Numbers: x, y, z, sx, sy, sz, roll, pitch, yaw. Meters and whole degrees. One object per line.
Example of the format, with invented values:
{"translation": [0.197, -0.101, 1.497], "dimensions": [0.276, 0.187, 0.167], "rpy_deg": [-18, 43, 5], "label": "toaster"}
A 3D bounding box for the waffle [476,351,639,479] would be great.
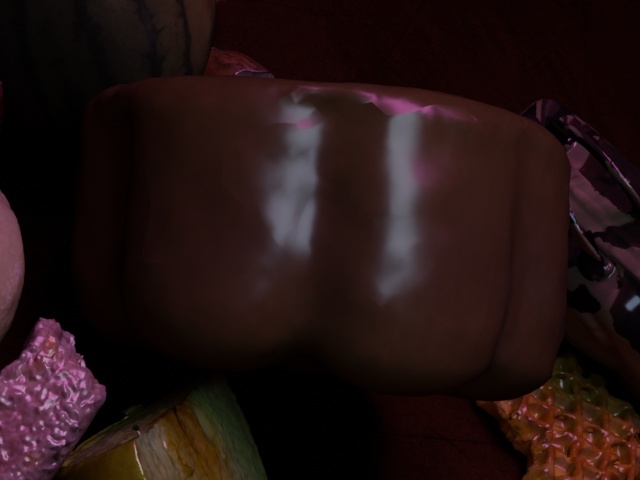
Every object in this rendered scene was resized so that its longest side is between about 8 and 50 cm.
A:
{"translation": [0.265, 0.205, 1.923], "dimensions": [0.253, 0.056, 0.249], "rpy_deg": [46, 32, 16], "label": "waffle"}

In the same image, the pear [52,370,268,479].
{"translation": [-0.115, 0.256, 1.456], "dimensions": [0.239, 0.139, 0.288], "rpy_deg": [58, 13, -1], "label": "pear"}

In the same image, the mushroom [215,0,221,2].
{"translation": [-0.214, -0.356, 2.198], "dimensions": [0.236, 0.162, 0.173], "rpy_deg": [56, -7, 38], "label": "mushroom"}

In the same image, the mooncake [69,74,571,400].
{"translation": [0.000, 0.000, 1.619], "dimensions": [0.467, 0.262, 0.467], "rpy_deg": [6, -2, 0], "label": "mooncake"}

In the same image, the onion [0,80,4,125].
{"translation": [-0.404, -0.133, 1.639], "dimensions": [0.200, 0.207, 0.201], "rpy_deg": [7, 75, -26], "label": "onion"}

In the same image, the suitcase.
{"translation": [0.305, 0.006, 1.981], "dimensions": [0.351, 0.194, 0.339], "rpy_deg": [46, -5, 37], "label": "suitcase"}

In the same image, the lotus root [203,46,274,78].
{"translation": [-0.121, -0.165, 2.023], "dimensions": [0.081, 0.112, 0.122], "rpy_deg": [33, 18, 25], "label": "lotus root"}

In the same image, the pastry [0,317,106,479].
{"translation": [-0.266, 0.182, 1.348], "dimensions": [0.112, 0.103, 0.265], "rpy_deg": [46, 74, 3], "label": "pastry"}

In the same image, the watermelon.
{"translation": [-0.241, -0.239, 1.760], "dimensions": [0.279, 0.359, 0.279], "rpy_deg": [-3, 46, 3], "label": "watermelon"}

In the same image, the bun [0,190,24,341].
{"translation": [-0.351, 0.042, 1.427], "dimensions": [0.168, 0.273, 0.273], "rpy_deg": [45, 19, -42], "label": "bun"}
